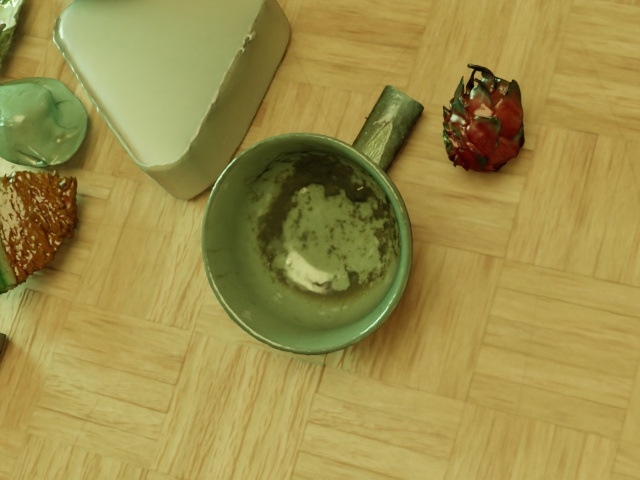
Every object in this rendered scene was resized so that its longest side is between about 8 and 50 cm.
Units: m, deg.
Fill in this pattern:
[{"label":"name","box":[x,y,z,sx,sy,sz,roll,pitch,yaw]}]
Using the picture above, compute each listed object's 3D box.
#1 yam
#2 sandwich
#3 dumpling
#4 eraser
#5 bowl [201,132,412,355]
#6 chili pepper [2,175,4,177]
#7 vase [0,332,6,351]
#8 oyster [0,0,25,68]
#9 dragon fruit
[{"label":"yam","box":[0.080,-0.136,1.682,0.068,0.068,0.169,26,80,22]},{"label":"sandwich","box":[-0.436,-0.007,1.771,0.160,0.109,0.184,-3,73,-14]},{"label":"dumpling","box":[-0.448,-0.193,1.828,0.219,0.108,0.152,32,83,20]},{"label":"eraser","box":[-0.240,-0.260,1.773,0.331,0.150,0.331,-4,73,12]},{"label":"bowl","box":[0.000,0.000,1.598,0.289,0.146,0.289,2,95,20]},{"label":"chili pepper","box":[-0.527,-0.056,1.844,0.118,0.035,0.055,-18,83,13]},{"label":"vase","box":[-0.499,0.176,1.749,0.053,0.053,0.100,16,81,20]},{"label":"oyster","box":[-0.527,-0.327,1.922,0.133,0.072,0.209,-9,50,19]},{"label":"dragon fruit","box":[0.218,-0.160,1.624,0.130,0.121,0.142,34,110,57]}]
